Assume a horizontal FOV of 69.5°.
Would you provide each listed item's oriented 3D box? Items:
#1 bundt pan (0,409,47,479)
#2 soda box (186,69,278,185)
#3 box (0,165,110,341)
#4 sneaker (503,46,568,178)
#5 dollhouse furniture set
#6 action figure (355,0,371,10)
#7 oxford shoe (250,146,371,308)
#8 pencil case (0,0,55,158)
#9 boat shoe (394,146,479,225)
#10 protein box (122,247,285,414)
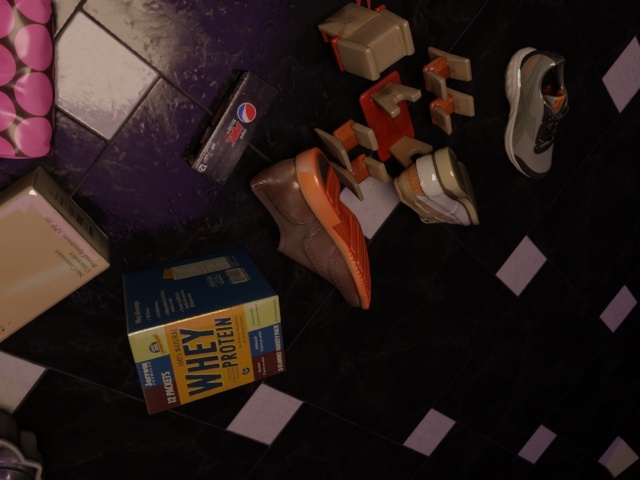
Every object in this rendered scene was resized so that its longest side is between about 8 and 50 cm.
[{"bbox_3d":[-0.577,0.372,0.675,0.331,0.124,0.330,-9,113,-23],"label":"bundt pan"},{"bbox_3d":[-0.136,-0.173,0.708,0.060,0.053,0.168,29,96,-32],"label":"soda box"},{"bbox_3d":[-0.456,0.056,0.606,0.311,0.121,0.148,-38,122,-8],"label":"box"},{"bbox_3d":[0.439,-0.245,0.928,0.100,0.108,0.271,-27,121,-16],"label":"sneaker"},{"bbox_3d":[0.101,-0.243,0.765,0.262,0.135,0.259,-38,138,-8],"label":"dollhouse furniture set"},{"bbox_3d":[0.068,-0.417,0.725,0.038,0.030,0.115,-16,114,-14],"label":"action figure"},{"bbox_3d":[0.000,0.000,0.829,0.133,0.129,0.363,-14,129,16],"label":"oxford shoe"},{"bbox_3d":[-0.381,-0.203,0.560,0.098,0.095,0.209,9,105,-7],"label":"pencil case"},{"bbox_3d":[0.225,-0.088,0.862,0.104,0.113,0.302,-17,160,24],"label":"boat shoe"},{"bbox_3d":[-0.186,0.124,0.718,0.201,0.200,0.135,-13,115,-21],"label":"protein box"}]
